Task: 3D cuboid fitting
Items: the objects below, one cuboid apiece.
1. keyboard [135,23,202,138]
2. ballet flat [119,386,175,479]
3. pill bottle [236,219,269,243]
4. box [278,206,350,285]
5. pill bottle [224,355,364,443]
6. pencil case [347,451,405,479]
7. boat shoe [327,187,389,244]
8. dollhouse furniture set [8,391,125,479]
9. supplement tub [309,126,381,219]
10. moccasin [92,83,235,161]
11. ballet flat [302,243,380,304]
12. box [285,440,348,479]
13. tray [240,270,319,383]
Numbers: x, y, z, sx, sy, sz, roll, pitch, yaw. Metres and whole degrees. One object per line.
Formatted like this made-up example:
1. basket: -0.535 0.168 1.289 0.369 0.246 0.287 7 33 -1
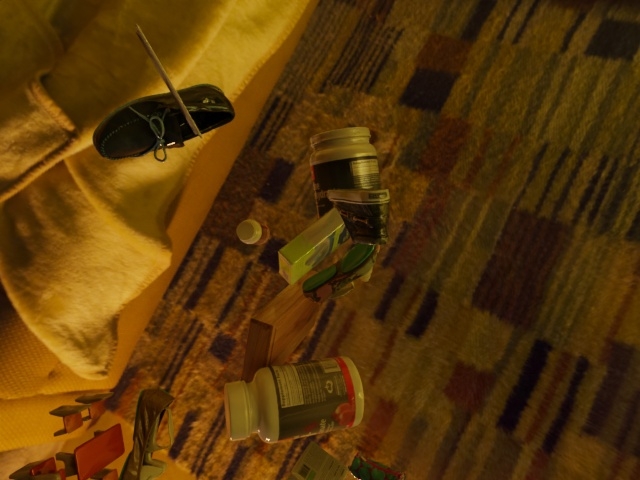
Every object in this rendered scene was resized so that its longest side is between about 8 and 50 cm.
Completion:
1. keyboard: -0.331 -0.344 0.948 0.014 0.255 0.072 -33 28 -13
2. ballet flat: -0.503 0.613 1.265 0.124 0.116 0.341 11 76 -2
3. pill bottle: -0.238 -0.029 1.500 0.086 0.152 0.085 0 88 8
4. box: 0.000 0.000 0.807 0.178 0.109 0.042 -39 73 -20
5. pill bottle: -0.069 0.393 1.057 0.319 0.176 0.176 -3 71 -18
6. pencil case: 0.155 0.638 1.175 0.152 0.065 0.070 8 110 34
7. boat shoe: 0.055 -0.041 0.687 0.065 0.183 0.083 -5 99 -14
8. dollhouse furniture set: -0.561 0.525 1.015 0.135 0.259 0.261 -12 89 15
9. supplement tub: 0.073 -0.167 1.214 0.191 0.191 0.271 -7 96 18
10. moccasin: -0.363 -0.283 1.027 0.342 0.137 0.117 -35 67 -21
11. ballet flat: 0.058 0.075 0.947 0.222 0.079 0.076 -36 29 26
12. box: -0.042 0.567 0.936 0.103 0.114 0.203 33 109 13
13. tray: -0.098 0.250 1.307 0.076 0.411 0.202 17 109 14
